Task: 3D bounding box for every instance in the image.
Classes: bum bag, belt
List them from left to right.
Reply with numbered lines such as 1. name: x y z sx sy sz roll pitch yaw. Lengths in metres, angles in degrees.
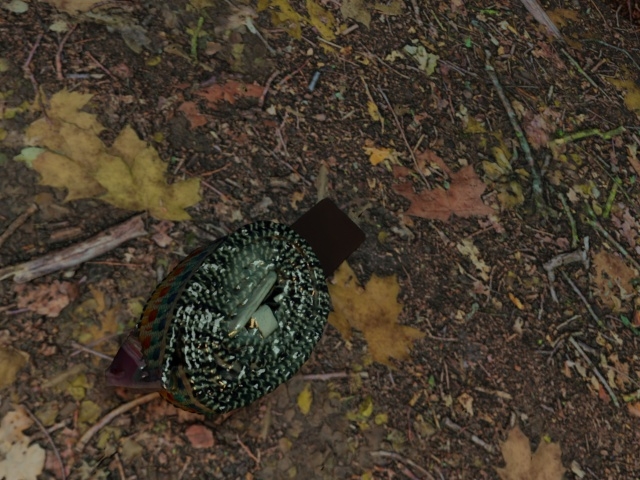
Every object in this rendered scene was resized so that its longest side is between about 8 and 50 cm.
1. belt: -0.127 0.116 0.892 0.207 0.161 0.295 43 54 -19
2. bum bag: 0.000 0.000 1.088 0.109 0.026 0.159 44 55 4
